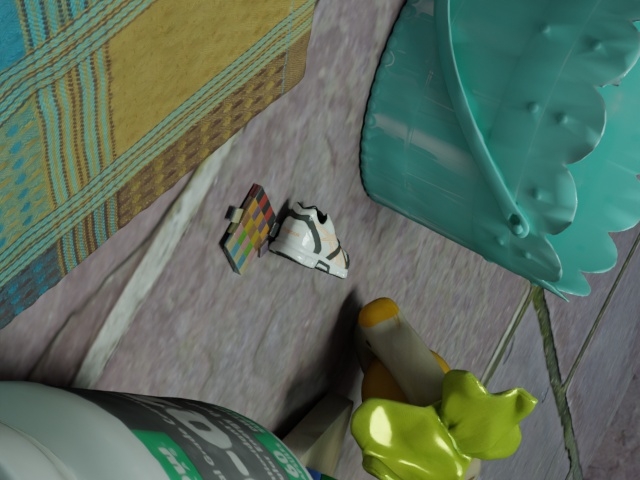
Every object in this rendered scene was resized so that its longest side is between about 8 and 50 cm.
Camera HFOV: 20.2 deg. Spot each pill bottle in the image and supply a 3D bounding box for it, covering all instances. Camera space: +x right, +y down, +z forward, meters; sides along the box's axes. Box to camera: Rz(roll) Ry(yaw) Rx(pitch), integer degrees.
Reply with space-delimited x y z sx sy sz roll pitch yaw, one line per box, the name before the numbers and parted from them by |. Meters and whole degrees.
pill bottle | -0.132 0.174 0.895 0.204 0.204 0.361 -67 163 0

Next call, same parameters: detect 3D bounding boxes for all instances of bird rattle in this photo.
bird rattle | 0.097 0.150 1.491 0.143 0.207 0.253 -30 156 -2

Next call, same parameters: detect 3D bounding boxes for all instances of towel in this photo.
towel | -0.097 -0.083 0.723 0.271 0.040 0.370 -40 166 -18

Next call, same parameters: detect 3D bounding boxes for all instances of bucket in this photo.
bucket | 0.166 -0.108 1.400 0.281 0.183 0.281 -53 157 -35

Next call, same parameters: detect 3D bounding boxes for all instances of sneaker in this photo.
sneaker | 0.000 0.000 1.300 0.044 0.040 0.109 -69 161 -1

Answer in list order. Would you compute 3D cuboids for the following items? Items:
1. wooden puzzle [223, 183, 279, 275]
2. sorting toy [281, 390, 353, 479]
wooden puzzle | -0.048 -0.007 1.215 0.049 0.006 0.083 -60 160 -17
sorting toy | -0.026 0.289 1.446 0.255 0.089 0.257 -39 147 -65
